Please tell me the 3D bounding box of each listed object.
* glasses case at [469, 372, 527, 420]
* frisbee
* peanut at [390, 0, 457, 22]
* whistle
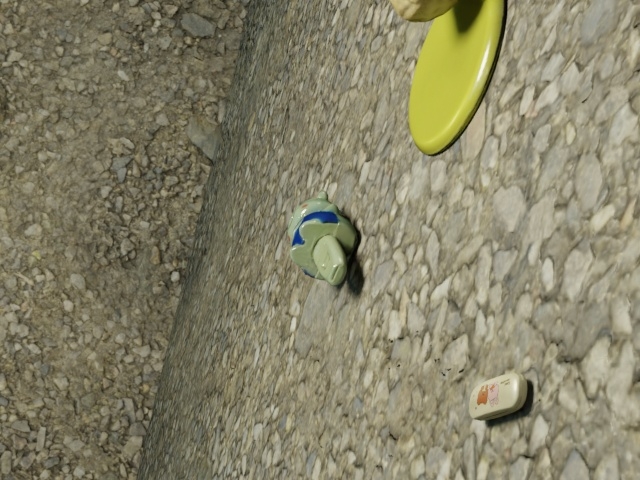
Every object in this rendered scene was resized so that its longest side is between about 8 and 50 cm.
[{"bbox_3d":[0.156,0.138,0.801,0.083,0.021,0.032,137,147,-61],"label":"glasses case"},{"bbox_3d":[0.162,-0.220,1.121,0.236,0.017,0.236,-164,90,-74],"label":"frisbee"},{"bbox_3d":[0.132,-0.355,1.132,0.256,0.124,0.123,-77,13,-44],"label":"peanut"},{"bbox_3d":[0.000,0.000,1.333,0.244,0.092,0.110,-110,42,-66],"label":"whistle"}]
